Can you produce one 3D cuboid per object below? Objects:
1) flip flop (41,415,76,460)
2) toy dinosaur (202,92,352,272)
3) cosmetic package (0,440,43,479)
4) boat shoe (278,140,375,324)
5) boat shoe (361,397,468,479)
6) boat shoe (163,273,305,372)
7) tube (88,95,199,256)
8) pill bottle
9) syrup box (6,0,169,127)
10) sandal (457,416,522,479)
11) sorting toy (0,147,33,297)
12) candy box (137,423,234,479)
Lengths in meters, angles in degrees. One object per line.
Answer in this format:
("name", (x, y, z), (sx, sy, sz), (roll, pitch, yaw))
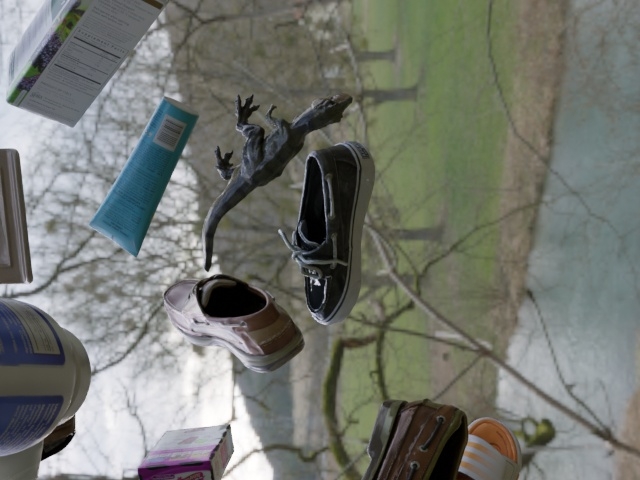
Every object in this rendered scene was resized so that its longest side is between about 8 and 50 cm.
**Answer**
("flip flop", (-0.442, 0.319, 1.373), (0.112, 0.080, 0.277), (121, 171, -49))
("toy dinosaur", (-0.082, -0.098, 1.020), (0.064, 0.268, 0.118), (27, -160, -47))
("cosmetic package", (-0.406, 0.224, 1.032), (0.127, 0.107, 0.238), (53, 148, 19))
("boat shoe", (0.003, 0.002, 1.270), (0.113, 0.105, 0.306), (44, 135, 38))
("boat shoe", (0.097, 0.309, 0.951), (0.110, 0.105, 0.307), (61, -145, -44))
("boat shoe", (-0.153, 0.104, 1.369), (0.123, 0.324, 0.116), (-42, -56, -30))
("tube", (-0.228, -0.086, 1.116), (0.207, 0.080, 0.052), (-60, -14, 11))
("pill bottle", (-0.320, 0.124, 0.777), (0.272, 0.152, 0.152), (43, -130, -76))
("syrup box", (-0.289, -0.259, 1.049), (0.237, 0.096, 0.093), (-43, 45, 31))
("sandal", (0.217, 0.368, 1.244), (0.265, 0.102, 0.076), (-60, -34, -29))
("sorting toy", (-0.472, -0.030, 1.137), (0.047, 0.196, 0.347), (-46, -45, -75))
("candy box", (-0.286, 0.475, 1.856), (0.233, 0.159, 0.071), (-55, -42, -81))
